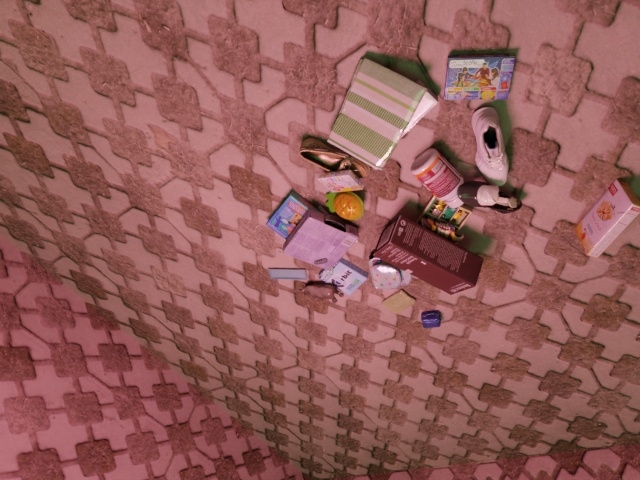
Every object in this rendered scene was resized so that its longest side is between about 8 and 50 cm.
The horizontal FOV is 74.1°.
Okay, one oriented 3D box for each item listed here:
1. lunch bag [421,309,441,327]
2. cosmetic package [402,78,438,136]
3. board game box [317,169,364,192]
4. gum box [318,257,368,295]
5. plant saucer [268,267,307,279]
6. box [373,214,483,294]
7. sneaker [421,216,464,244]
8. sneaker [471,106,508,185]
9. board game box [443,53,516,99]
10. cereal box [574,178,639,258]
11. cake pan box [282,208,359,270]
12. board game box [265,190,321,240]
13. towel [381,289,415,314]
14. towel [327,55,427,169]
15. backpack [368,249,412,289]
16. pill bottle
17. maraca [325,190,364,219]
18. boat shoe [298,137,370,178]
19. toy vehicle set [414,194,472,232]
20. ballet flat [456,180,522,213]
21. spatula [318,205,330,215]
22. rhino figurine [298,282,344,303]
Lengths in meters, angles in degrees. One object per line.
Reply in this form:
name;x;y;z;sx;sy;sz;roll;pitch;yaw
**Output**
lunch bag;0.542;0.381;2.066;0.099;0.067;0.065;-11;125;21
cosmetic package;0.288;-0.438;1.480;0.099;0.060;0.239;37;127;-16
board game box;0.079;-0.229;1.649;0.154;0.026;0.103;0;153;41
gum box;0.107;0.168;2.021;0.185;0.041;0.157;32;129;-11
plant saucer;-0.161;0.164;2.101;0.192;0.018;0.067;0;128;13
box;0.428;0.066;1.705;0.382;0.143;0.191;25;158;-4
sneaker;0.486;-0.049;1.689;0.186;0.069;0.084;33;128;-20
sneaker;0.589;-0.305;1.468;0.111;0.129;0.297;-16;124;22
board game box;0.510;-0.528;1.371;0.202;0.035;0.136;4;129;11
cereal box;1.022;-0.078;1.514;0.048;0.172;0.240;18;129;1
cake pan box;0.000;0.000;1.843;0.246;0.070;0.266;20;132;-22
board game box;-0.119;-0.096;1.856;0.160;0.047;0.210;38;127;-10
towel;0.379;0.300;2.069;0.110;0.027;0.148;37;128;-14
towel;0.183;-0.431;1.468;0.248;0.038;0.324;33;123;11
backpack;0.315;0.129;1.876;0.189;0.144;0.165;-5;121;14
pill bottle;0.449;-0.226;1.571;0.221;0.121;0.121;40;126;-18
maraca;0.098;-0.149;1.739;0.186;0.099;0.127;18;121;30
boat shoe;0.052;-0.299;1.631;0.286;0.089;0.104;20;129;-2
toy vehicle set;0.478;-0.062;1.745;0.166;0.035;0.266;24;129;-2
ballet flat;0.628;-0.159;1.542;0.281;0.096;0.095;8;92;-27
spatula;0.028;-0.037;1.893;0.168;0.019;0.242;-31;115;33
rhino figurine;-0.013;0.251;2.085;0.244;0.073;0.106;1;150;37
